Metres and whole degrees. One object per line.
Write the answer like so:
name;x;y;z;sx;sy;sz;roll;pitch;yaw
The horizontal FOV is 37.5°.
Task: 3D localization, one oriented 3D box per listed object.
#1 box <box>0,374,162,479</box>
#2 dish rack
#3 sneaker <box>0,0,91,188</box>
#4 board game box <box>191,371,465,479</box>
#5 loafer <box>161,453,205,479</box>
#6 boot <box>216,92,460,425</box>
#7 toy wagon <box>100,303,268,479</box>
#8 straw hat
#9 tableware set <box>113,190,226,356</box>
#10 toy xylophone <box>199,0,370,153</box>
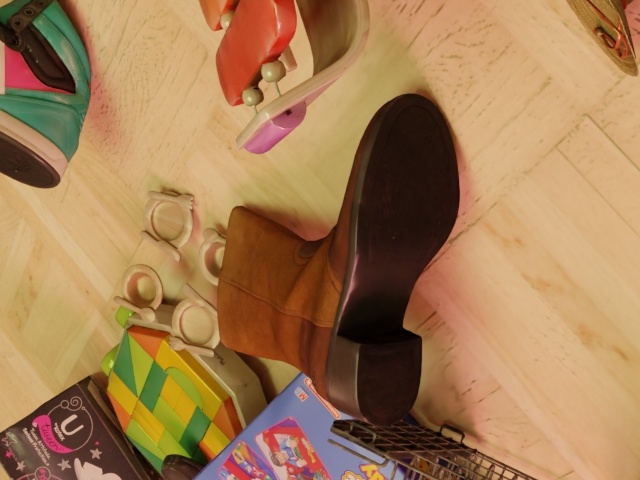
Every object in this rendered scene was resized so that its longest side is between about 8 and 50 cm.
box;-0.305;0.323;1.274;0.247;0.142;0.163;57;173;-1
dish rack;0.136;0.218;0.761;0.271;0.208;0.074;21;90;34
sneaker;-0.353;-0.206;0.965;0.295;0.179;0.123;39;147;-27
board game box;0.051;0.305;0.935;0.347;0.078;0.233;48;120;9
loafer;-0.129;0.319;1.094;0.062;0.061;0.170;-24;112;44
boot;0.000;0.000;0.833;0.280;0.096;0.264;19;110;59
toy wagon;-0.169;0.225;1.165;0.267;0.068;0.344;44;139;14
straw hat;0.171;-0.173;0.553;0.061;0.144;0.145;-33;91;12
tableware set;-0.150;0.036;1.012;0.141;0.020;0.169;27;107;20
toy xylophone;-0.058;-0.211;0.605;0.236;0.081;0.323;134;117;-75
